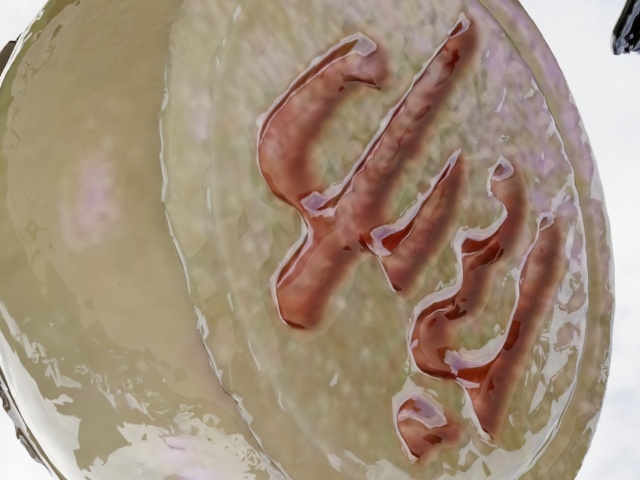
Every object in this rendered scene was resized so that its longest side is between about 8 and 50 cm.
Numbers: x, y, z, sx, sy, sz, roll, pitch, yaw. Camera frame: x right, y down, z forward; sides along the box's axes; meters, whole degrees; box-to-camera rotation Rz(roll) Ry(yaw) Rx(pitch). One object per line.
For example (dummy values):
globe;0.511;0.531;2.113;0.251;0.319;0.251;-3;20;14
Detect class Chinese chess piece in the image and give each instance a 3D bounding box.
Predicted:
Chinese chess piece;0.000;0.000;0.475;0.112;0.270;0.270;-17;-156;42

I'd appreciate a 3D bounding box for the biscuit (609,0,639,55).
biscuit;0.211;-0.184;0.615;0.063;0.151;0.235;15;-152;34
